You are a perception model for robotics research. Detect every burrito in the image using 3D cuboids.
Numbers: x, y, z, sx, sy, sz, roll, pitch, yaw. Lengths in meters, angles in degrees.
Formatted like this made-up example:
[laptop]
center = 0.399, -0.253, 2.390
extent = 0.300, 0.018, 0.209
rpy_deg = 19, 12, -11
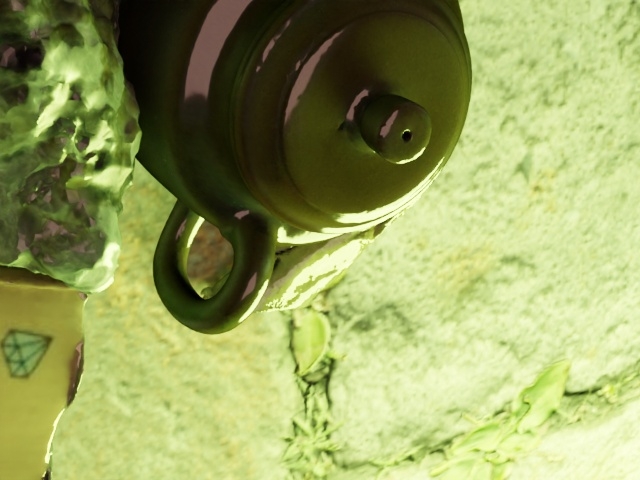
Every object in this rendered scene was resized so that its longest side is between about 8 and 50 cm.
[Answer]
[burrito]
center = 0.000, 0.000, 1.093
extent = 0.149, 0.041, 0.055
rpy_deg = -43, 115, -5

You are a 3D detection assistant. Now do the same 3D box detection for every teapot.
[teapot]
center = -0.009, -0.071, 0.970
extent = 0.185, 0.175, 0.267
rpy_deg = 22, 99, -36

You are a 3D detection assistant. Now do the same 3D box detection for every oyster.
[oyster]
center = -0.178, -0.095, 0.882
extent = 0.268, 0.112, 0.198
rpy_deg = 23, 100, -32

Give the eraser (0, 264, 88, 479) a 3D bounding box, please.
[eraser]
center = -0.270, 0.079, 0.924
extent = 0.290, 0.087, 0.171
rpy_deg = 6, 107, -36
